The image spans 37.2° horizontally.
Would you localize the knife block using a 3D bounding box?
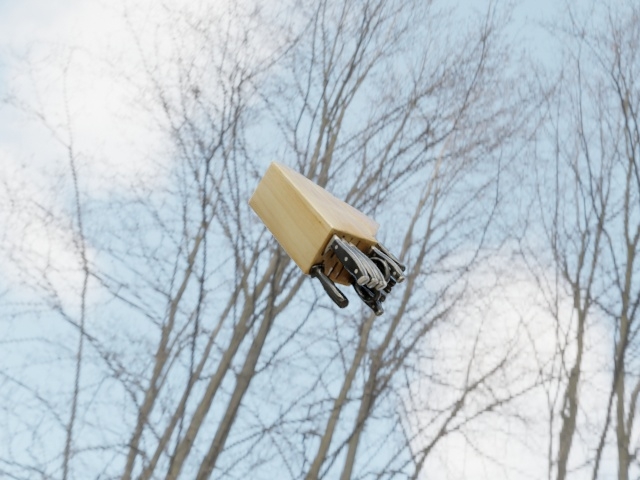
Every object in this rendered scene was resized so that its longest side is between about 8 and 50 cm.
[{"bbox_3d":[0.000,0.000,1.434,0.276,0.242,0.088,33,-74,3],"label":"knife block"}]
